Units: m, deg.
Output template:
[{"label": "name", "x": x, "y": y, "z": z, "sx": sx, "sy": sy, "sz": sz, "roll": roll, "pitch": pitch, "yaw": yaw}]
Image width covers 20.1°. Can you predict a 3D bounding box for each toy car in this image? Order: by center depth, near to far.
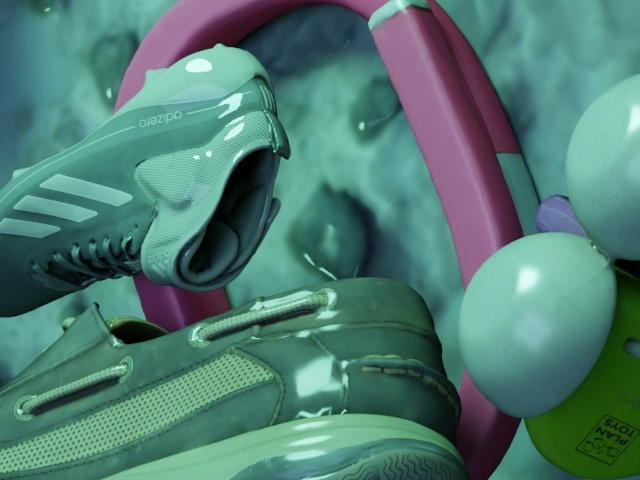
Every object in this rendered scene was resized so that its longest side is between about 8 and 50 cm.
[{"label": "toy car", "x": 0.141, "y": 0.008, "z": 0.738, "sx": 0.182, "sy": 0.159, "sz": 0.136, "roll": -58, "pitch": 26, "yaw": 16}]

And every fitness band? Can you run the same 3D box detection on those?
[{"label": "fitness band", "x": 0.000, "y": 0.000, "z": 0.868, "sx": 0.209, "sy": 0.054, "sz": 0.291, "roll": -28, "pitch": 73, "yaw": 29}]

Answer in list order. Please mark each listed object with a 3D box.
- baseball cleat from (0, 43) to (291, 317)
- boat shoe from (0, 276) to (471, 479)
[{"label": "baseball cleat", "x": -0.098, "y": -0.004, "z": 0.857, "sx": 0.206, "sy": 0.072, "sz": 0.109, "roll": -41, "pitch": 50, "yaw": 28}, {"label": "boat shoe", "x": -0.083, "y": 0.104, "z": 0.836, "sx": 0.355, "sy": 0.132, "sz": 0.130, "roll": -14, "pitch": 53, "yaw": 30}]
